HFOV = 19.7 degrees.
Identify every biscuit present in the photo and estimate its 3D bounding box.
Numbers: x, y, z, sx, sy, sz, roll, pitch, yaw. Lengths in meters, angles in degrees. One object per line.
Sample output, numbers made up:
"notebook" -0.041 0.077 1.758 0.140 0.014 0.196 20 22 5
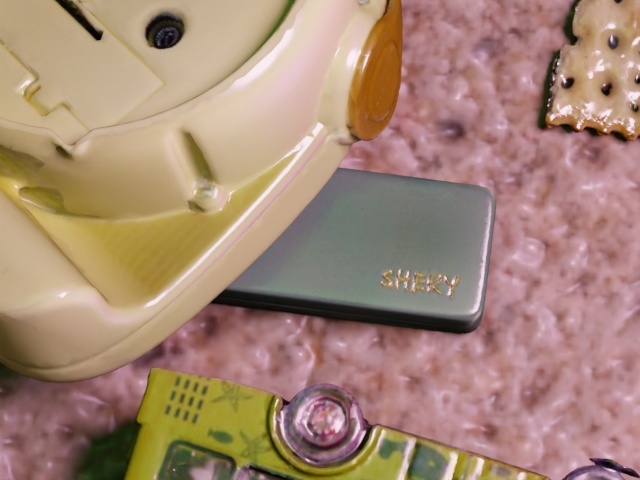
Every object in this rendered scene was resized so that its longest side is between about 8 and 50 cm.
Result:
"biscuit" 0.235 -0.115 1.031 0.203 0.016 0.144 9 75 4

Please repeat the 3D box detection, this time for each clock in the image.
"clock" -0.103 -0.122 0.966 0.348 0.117 0.286 -41 63 -11

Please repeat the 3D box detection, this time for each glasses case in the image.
"glasses case" 0.000 0.000 0.995 0.184 0.039 0.077 7 75 4

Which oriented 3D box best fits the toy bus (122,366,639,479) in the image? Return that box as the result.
"toy bus" 0.047 0.161 0.916 0.302 0.113 0.139 17 76 9
